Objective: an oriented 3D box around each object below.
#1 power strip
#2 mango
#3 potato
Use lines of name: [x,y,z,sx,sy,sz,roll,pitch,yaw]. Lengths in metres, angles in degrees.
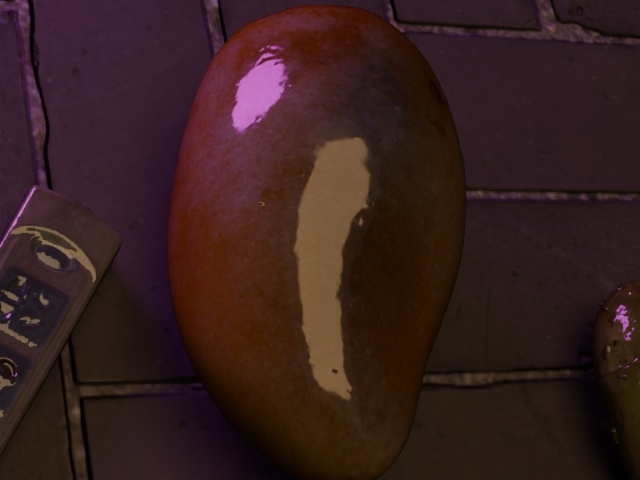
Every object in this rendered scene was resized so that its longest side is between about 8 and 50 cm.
power strip: [-0.228,0.081,1.163,0.080,0.048,0.286,29,57,-6]
mango: [0.000,0.000,1.213,0.221,0.199,0.384,6,62,-20]
potato: [0.276,0.138,1.329,0.117,0.090,0.225,1,70,-31]
